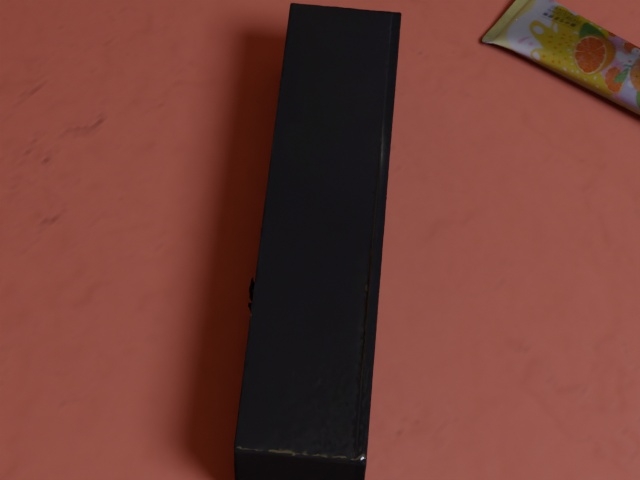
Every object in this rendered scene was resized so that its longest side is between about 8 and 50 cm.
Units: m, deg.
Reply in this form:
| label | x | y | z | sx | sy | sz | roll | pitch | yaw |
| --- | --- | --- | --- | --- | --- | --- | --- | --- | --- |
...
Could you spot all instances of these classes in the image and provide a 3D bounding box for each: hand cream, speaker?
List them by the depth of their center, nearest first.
| label | x | y | z | sx | sy | sz | roll | pitch | yaw |
| --- | --- | --- | --- | --- | --- | --- | --- | --- | --- |
| speaker | 0.000 | 0.000 | 0.572 | 0.046 | 0.040 | 0.191 | 5 | 56 | 0 |
| hand cream | 0.114 | -0.069 | 0.640 | 0.102 | 0.022 | 0.035 | 32 | 67 | 22 |
